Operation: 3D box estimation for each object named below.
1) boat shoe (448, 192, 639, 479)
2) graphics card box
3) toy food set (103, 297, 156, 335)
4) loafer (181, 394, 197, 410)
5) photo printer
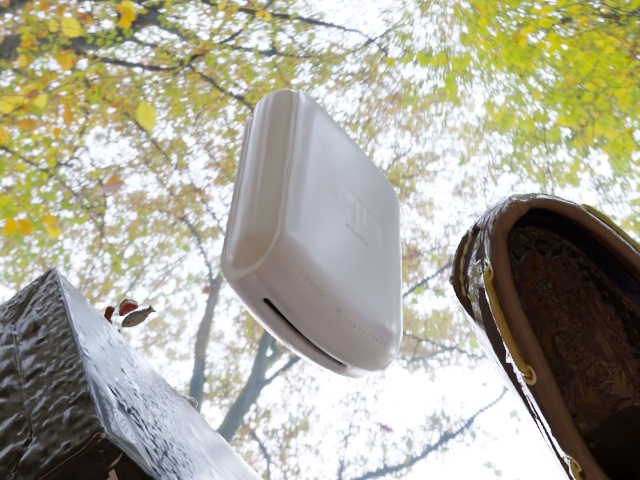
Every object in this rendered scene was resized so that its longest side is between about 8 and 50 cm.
[{"bbox_3d":[0.184,0.113,0.377,0.117,0.097,0.324,-33,-100,1],"label":"boat shoe"},{"bbox_3d":[-0.105,0.210,0.559,0.094,0.233,0.371,-37,-56,-7],"label":"graphics card box"},{"bbox_3d":[-0.323,0.129,1.131,0.122,0.019,0.078,-35,-45,12],"label":"toy food set"},{"bbox_3d":[-0.266,0.339,1.313,0.039,0.125,0.045,9,-29,34],"label":"loafer"},{"bbox_3d":[0.000,0.000,0.879,0.107,0.307,0.256,-24,-49,29],"label":"photo printer"}]
